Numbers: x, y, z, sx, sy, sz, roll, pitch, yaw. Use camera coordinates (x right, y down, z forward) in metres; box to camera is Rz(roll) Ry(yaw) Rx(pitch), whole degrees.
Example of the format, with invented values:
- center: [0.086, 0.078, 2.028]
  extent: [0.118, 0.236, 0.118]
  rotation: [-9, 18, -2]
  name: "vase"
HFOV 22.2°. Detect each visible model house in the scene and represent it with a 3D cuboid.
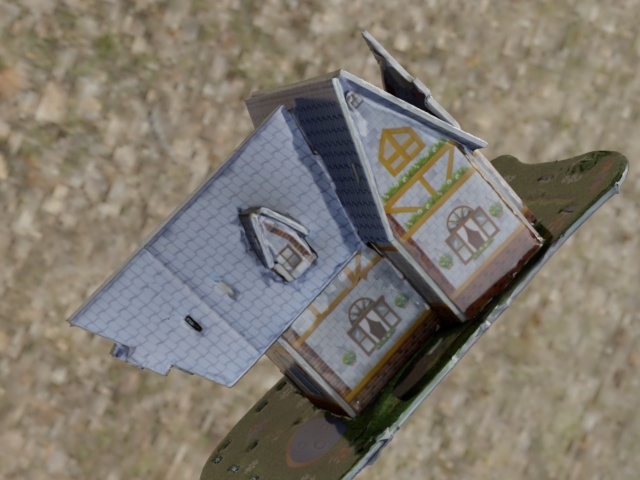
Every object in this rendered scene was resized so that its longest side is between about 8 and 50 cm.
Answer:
- center: [0.000, 0.000, 0.515]
  extent: [0.167, 0.117, 0.088]
  rotation: [-46, 105, -12]
  name: "model house"
